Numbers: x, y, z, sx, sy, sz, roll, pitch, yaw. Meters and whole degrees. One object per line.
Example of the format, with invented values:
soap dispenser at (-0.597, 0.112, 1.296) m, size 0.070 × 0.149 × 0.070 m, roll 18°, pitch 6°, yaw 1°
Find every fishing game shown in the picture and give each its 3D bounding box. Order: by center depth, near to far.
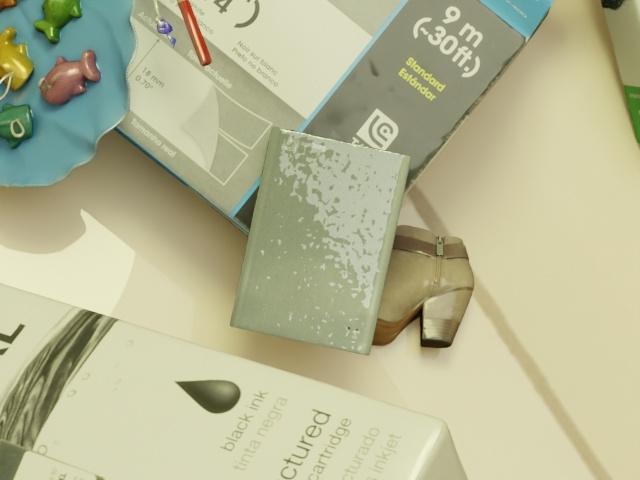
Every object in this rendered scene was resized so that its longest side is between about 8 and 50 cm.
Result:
fishing game at (-0.203, -0.129, 1.241) m, size 0.264 × 0.041 × 0.189 m, roll -24°, pitch 79°, yaw 25°

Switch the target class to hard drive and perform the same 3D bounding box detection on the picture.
hard drive at (0.000, 0.000, 1.233) m, size 0.094 × 0.022 × 0.135 m, roll 12°, pitch 89°, yaw -2°

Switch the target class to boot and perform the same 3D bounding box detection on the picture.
boot at (0.052, 0.030, 1.342) m, size 0.118 × 0.042 × 0.087 m, roll 10°, pitch 64°, yaw -12°

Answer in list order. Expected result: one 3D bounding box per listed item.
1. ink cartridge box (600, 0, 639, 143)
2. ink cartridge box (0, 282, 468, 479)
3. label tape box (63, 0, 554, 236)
ink cartridge box at (0.291, -0.190, 1.394) m, size 0.153 × 0.087 × 0.208 m, roll -19°, pitch 100°, yaw -7°
ink cartridge box at (-0.145, 0.200, 1.059) m, size 0.395 × 0.166 × 0.285 m, roll 15°, pitch 58°, yaw 27°
label tape box at (0.012, -0.165, 1.300) m, size 0.240 × 0.106 × 0.334 m, roll 39°, pitch 89°, yaw 0°
